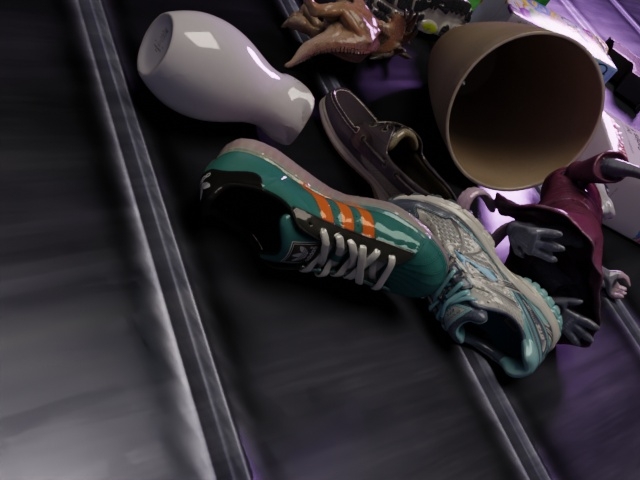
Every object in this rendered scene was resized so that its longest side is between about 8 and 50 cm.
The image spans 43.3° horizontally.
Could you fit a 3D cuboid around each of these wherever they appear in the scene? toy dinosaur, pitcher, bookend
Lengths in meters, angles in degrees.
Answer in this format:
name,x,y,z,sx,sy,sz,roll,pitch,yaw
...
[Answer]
name,x,y,z,sx,sy,sz,roll,pitch,yaw
toy dinosaur,0.060,-0.340,1.314,0.200,0.127,0.296,41,41,-7
pitcher,-0.132,-0.217,1.032,0.207,0.125,0.178,19,18,-39
bookend,0.755,-0.412,2.003,0.156,0.072,0.157,36,37,-1

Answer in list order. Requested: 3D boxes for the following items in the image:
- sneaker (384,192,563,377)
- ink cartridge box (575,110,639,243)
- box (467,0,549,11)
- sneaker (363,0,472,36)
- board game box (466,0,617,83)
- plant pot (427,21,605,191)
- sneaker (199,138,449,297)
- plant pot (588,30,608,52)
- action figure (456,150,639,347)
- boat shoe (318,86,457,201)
name,x,y,z,sx,sy,sz,roll,pitch,yaw
sneaker,0.175,0.054,0.988,0.283,0.110,0.122,39,40,2
ink cartridge box,0.595,-0.098,1.490,0.278,0.117,0.201,26,38,-14
box,0.349,-0.593,1.817,0.262,0.127,0.231,-2,51,-40
sneaker,0.173,-0.464,1.580,0.275,0.107,0.110,8,26,-41
board game box,0.442,-0.389,1.658,0.275,0.144,0.142,20,39,-23
plant pot,0.282,-0.257,1.326,0.256,0.256,0.274,19,25,-23
sneaker,0.000,0.000,0.909,0.302,0.108,0.121,26,38,-2
plant pot,0.617,-0.433,1.891,0.134,0.095,0.134,23,38,-19
action figure,0.347,-0.012,1.176,0.275,0.248,0.370,16,35,14
boat shoe,0.099,-0.120,1.122,0.102,0.092,0.285,-4,53,-42
